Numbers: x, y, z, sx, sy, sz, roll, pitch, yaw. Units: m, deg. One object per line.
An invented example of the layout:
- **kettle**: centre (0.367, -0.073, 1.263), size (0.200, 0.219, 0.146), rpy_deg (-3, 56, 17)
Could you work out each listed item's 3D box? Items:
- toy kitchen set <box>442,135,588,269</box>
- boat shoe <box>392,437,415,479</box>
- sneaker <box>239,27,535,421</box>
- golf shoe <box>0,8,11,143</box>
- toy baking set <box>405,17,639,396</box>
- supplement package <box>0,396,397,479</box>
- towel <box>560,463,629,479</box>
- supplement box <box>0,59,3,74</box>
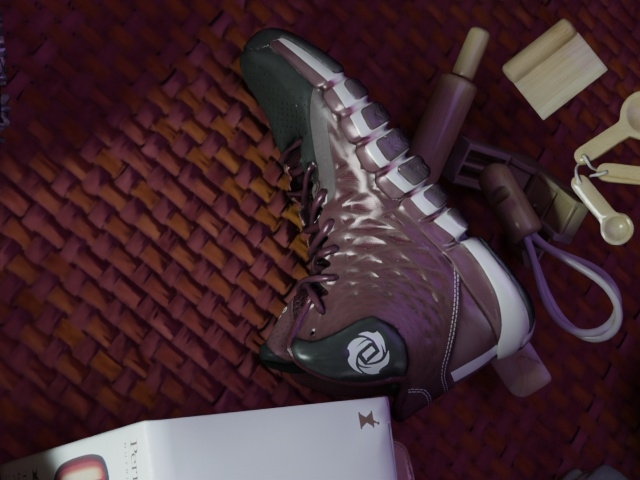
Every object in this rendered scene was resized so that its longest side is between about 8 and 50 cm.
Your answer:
- **toy kitchen set**: centre (0.137, -0.023, 0.987), size (0.075, 0.083, 0.068), rpy_deg (13, 111, -32)
- **boat shoe**: centre (0.047, 0.211, 0.879), size (0.063, 0.059, 0.170), rpy_deg (10, 72, -26)
- **sneaker**: centre (0.000, 0.000, 0.891), size (0.162, 0.106, 0.281), rpy_deg (-39, 82, -10)
- **golf shoe**: centre (-0.250, -0.142, 0.802), size (0.120, 0.105, 0.273), rpy_deg (-7, 74, -14)
- **toy baking set**: centre (0.147, -0.030, 0.946), size (0.197, 0.030, 0.256), rpy_deg (28, 91, 15)
- **supplement package**: centre (-0.071, 0.168, 0.717), size (0.134, 0.244, 0.139), rpy_deg (-2, 77, -30)
- **towel**: centre (0.192, 0.299, 0.853), size (0.248, 0.038, 0.325), rpy_deg (39, 42, 18)
- **supplement box**: centre (-0.308, -0.067, 0.583), size (0.195, 0.356, 0.194), rpy_deg (-28, 92, -32)
